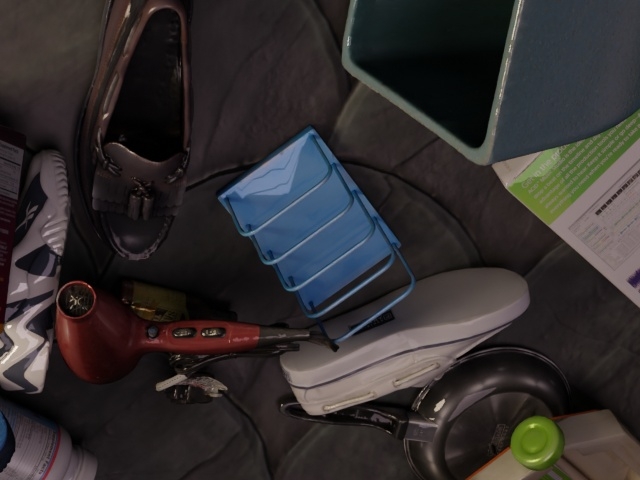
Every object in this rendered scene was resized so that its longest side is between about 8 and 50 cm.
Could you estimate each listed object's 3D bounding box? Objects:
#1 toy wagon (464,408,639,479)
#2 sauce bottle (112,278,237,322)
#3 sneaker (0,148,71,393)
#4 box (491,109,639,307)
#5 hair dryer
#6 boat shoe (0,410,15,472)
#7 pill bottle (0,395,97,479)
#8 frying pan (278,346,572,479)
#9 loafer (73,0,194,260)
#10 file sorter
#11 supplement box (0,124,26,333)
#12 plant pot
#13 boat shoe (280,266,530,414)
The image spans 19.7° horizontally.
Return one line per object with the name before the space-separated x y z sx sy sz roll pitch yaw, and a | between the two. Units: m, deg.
toy wagon | 0.210 0.320 2.028 0.344 0.068 0.267 -38 139 10
sauce bottle | -0.146 0.070 1.851 0.128 0.042 0.042 13 113 -20
sneaker | -0.322 0.023 1.747 0.153 0.094 0.235 8 105 -8
box | 0.365 -0.057 1.917 0.232 0.058 0.322 -45 120 10
hair dryer | -0.147 0.083 1.766 0.223 0.080 0.293 -26 153 36
boat shoe | -0.383 0.167 1.753 0.109 0.258 0.089 -46 141 -28
pill bottle | -0.309 0.211 1.854 0.160 0.087 0.087 30 106 -27
frying pan | 0.139 0.180 1.987 0.326 0.053 0.197 28 107 -29
loafer | -0.169 -0.109 1.719 0.109 0.095 0.303 0 117 -15
file sorter | 0.000 0.000 1.818 0.118 0.104 0.170 -35 121 5
supplement box | -0.338 -0.013 1.670 0.104 0.081 0.188 5 86 9
plant pot | 0.204 -0.234 1.679 0.252 0.247 0.248 -6 120 -31
boat shoe | 0.094 0.111 1.909 0.267 0.096 0.088 -22 125 -2
